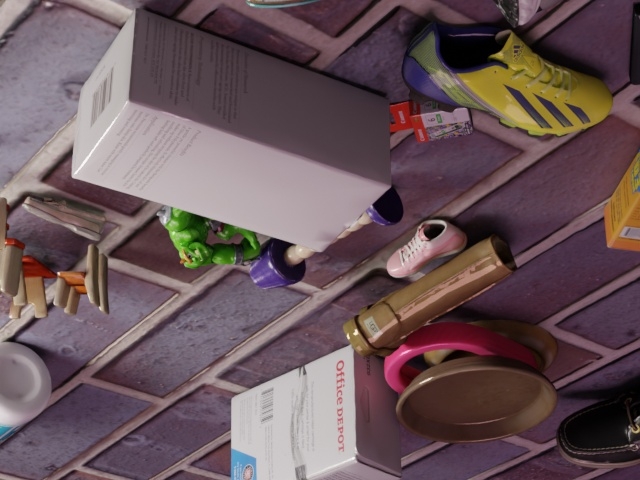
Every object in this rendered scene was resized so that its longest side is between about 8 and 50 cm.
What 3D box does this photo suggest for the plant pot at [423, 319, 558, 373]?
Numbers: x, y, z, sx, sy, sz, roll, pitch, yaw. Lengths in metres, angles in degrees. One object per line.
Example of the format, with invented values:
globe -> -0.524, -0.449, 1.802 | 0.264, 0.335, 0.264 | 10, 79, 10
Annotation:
plant pot -> 0.300, 0.209, 2.414 | 0.236, 0.032, 0.236 | 0, 147, 0

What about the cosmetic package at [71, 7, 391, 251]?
cosmetic package -> -0.110, -0.130, 1.759 | 0.366, 0.155, 0.197 | 17, 144, -26

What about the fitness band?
fitness band -> 0.241, 0.222, 2.354 | 0.291, 0.054, 0.209 | 24, 140, -35

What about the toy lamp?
toy lamp -> 0.000, 0.000, 2.037 | 0.080, 0.080, 0.275 | 25, 139, -34

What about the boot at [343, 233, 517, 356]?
boot -> 0.186, 0.085, 2.147 | 0.269, 0.089, 0.236 | -33, 178, 15

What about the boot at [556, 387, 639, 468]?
boot -> 0.604, 0.279, 2.428 | 0.377, 0.138, 0.284 | -8, 148, 5

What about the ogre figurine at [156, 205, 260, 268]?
ogre figurine -> -0.162, -0.019, 2.000 | 0.118, 0.096, 0.197 | -22, 161, 0

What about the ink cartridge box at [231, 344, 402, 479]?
ink cartridge box -> -0.011, 0.349, 2.452 | 0.307, 0.223, 0.129 | -27, 140, 35

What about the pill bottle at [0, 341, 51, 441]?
pill bottle -> -0.596, 0.290, 2.423 | 0.146, 0.146, 0.264 | 22, 141, -31

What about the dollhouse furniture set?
dollhouse furniture set -> -0.464, 0.032, 2.045 | 0.262, 0.135, 0.259 | -2, 168, 3

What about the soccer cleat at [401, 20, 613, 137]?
soccer cleat -> 0.244, -0.205, 1.707 | 0.289, 0.093, 0.121 | 9, 140, -16

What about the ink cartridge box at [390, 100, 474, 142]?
ink cartridge box -> 0.143, -0.160, 1.830 | 0.115, 0.029, 0.063 | -8, 147, 12

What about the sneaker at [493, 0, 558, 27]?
sneaker -> 0.232, -0.356, 1.482 | 0.108, 0.100, 0.271 | -24, 145, -8

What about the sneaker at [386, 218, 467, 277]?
sneaker -> 0.148, 0.007, 2.075 | 0.134, 0.051, 0.070 | -25, 145, 21

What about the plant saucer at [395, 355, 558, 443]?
plant saucer -> 0.266, 0.271, 2.352 | 0.278, 0.041, 0.278 | -2, 145, -1

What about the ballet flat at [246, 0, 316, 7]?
ballet flat -> 0.020, -0.313, 1.562 | 0.222, 0.077, 0.079 | -3, 129, -5

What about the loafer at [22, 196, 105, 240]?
loafer -> -0.375, -0.040, 2.013 | 0.125, 0.039, 0.045 | 26, 170, -24

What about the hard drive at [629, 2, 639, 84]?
hard drive -> 0.434, -0.247, 1.705 | 0.094, 0.022, 0.135 | -5, 148, 7

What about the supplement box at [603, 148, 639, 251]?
supplement box -> 0.471, -0.076, 1.925 | 0.080, 0.078, 0.233 | 8, 146, -7
